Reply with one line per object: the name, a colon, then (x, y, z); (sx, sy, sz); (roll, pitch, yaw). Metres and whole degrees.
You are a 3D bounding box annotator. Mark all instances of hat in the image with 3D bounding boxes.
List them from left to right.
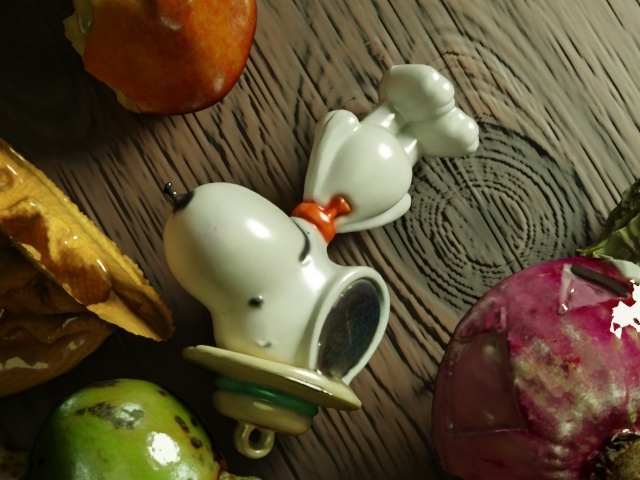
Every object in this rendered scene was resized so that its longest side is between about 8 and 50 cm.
hat: (-0.272, 0.061, 1.093); (0.233, 0.244, 0.233); (-44, 43, 6)

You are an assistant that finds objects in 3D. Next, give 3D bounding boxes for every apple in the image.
apple: (-0.118, -0.175, 1.132); (0.147, 0.158, 0.156); (5, 76, -6)

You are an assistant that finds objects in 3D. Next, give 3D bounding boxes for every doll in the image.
doll: (0.015, 0.011, 1.126); (0.271, 0.144, 0.208); (-30, 108, -27)

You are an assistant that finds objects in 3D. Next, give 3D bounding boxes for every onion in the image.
onion: (0.190, 0.101, 1.087); (0.207, 0.200, 0.201); (30, 80, 0)

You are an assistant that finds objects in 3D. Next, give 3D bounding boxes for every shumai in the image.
shumai: (0.244, 0.023, 1.168); (0.087, 0.099, 0.124); (-31, 82, 8)

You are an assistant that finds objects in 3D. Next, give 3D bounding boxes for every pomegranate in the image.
pomegranate: (-0.163, 0.169, 1.095); (0.220, 0.156, 0.156); (11, 79, 29)
